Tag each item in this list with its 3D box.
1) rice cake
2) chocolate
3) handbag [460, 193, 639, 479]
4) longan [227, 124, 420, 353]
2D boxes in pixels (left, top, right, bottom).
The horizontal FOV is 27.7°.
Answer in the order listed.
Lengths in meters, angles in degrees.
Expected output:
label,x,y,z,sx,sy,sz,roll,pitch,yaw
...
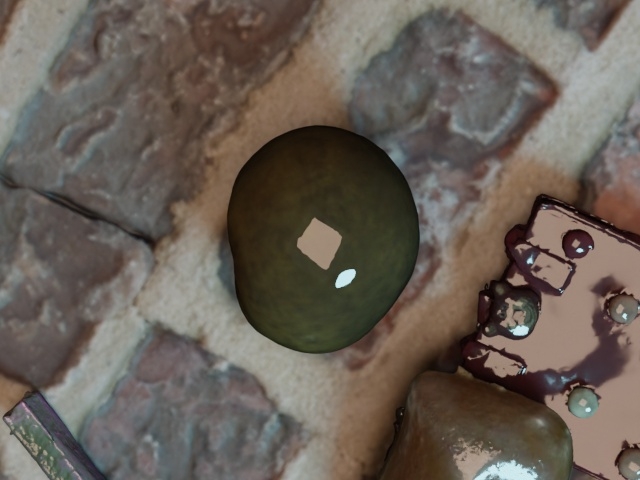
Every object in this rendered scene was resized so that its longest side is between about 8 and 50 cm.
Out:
label,x,y,z,sx,sy,sz,roll,pitch,yaw
rice cake,-0.208,0.223,1.162,0.036,0.047,0.207,-37,91,22
chocolate,0.112,0.242,1.090,0.161,0.083,0.261,17,116,6
handbag,0.232,0.089,1.105,0.216,0.074,0.203,24,97,1
longan,0.000,0.000,1.061,0.167,0.167,0.187,21,109,1
